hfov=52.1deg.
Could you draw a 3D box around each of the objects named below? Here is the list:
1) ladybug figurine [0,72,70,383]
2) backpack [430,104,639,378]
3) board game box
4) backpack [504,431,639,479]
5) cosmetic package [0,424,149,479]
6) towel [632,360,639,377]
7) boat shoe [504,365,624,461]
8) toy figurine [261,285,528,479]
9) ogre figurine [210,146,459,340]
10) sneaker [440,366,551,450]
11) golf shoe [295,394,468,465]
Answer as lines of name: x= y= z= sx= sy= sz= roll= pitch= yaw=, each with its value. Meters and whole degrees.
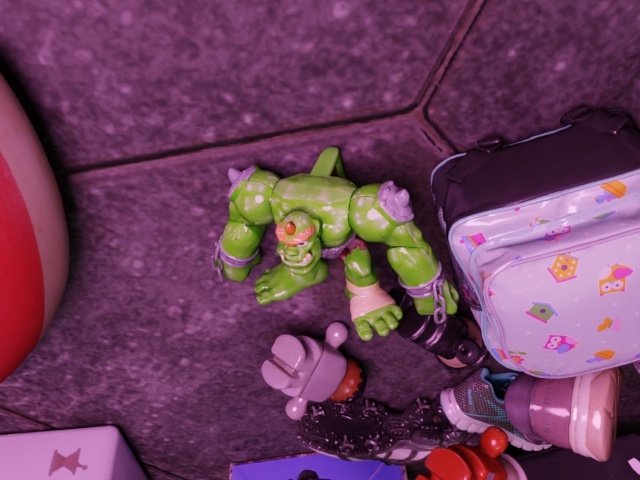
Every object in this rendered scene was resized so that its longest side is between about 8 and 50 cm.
ladybug figurine: x=-0.332 y=-0.008 z=0.413 sx=0.304 sy=0.162 sz=0.450 roll=-6 pitch=137 yaw=2
backpack: x=0.185 y=0.020 z=0.493 sx=0.165 sy=0.145 sz=0.188 roll=-18 pitch=135 yaw=11
board game box: x=0.021 y=0.419 z=0.899 sx=0.231 sy=0.141 sz=0.291 roll=-9 pitch=136 yaw=5
backpack: x=0.321 y=0.411 z=0.864 sx=0.289 sy=0.274 sz=0.355 roll=-18 pitch=153 yaw=9
cosmetic package: x=-0.372 y=0.471 z=0.790 sx=0.327 sy=0.330 sz=0.394 roll=-4 pitch=136 yaw=1
towel: x=0.403 y=0.138 z=0.531 sx=0.234 sy=0.284 sz=0.121 roll=1 pitch=137 yaw=-4
boat shoe: x=0.238 y=0.149 z=0.630 sx=0.092 sy=0.103 sz=0.285 roll=9 pitch=176 yaw=25
toy figurine: x=0.064 y=0.165 z=0.594 sx=0.209 sy=0.213 sz=0.148 roll=-26 pitch=149 yaw=26
ogre figurine: x=0.000 y=0.000 z=0.494 sx=0.197 sy=0.097 sz=0.118 roll=25 pitch=142 yaw=35
sneaker: x=0.220 y=0.185 z=0.729 sx=0.166 sy=0.065 sz=0.076 roll=16 pitch=128 yaw=-22
golf shoe: x=0.067 y=0.230 z=0.753 sx=0.198 sy=0.077 sz=0.094 roll=3 pitch=136 yaw=-5
